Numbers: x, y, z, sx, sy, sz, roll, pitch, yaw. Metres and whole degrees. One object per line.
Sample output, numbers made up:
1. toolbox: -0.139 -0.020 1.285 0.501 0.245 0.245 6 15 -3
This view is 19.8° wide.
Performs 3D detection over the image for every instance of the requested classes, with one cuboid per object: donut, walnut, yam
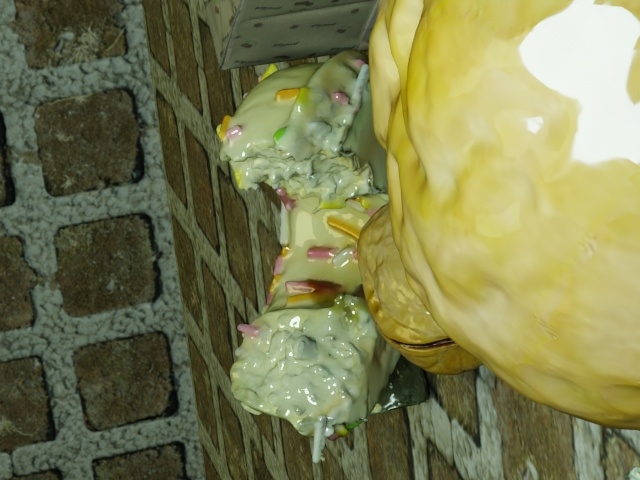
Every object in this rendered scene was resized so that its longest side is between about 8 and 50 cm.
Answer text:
1. donut: 0.002 -0.010 1.782 0.307 0.150 0.371 -47 -41 -59
2. walnut: 0.108 0.040 1.634 0.180 0.144 0.144 -112 17 -53
3. walnut: 0.182 -0.088 0.868 0.398 0.308 0.354 118 173 -69
4. yam: 0.055 0.105 1.996 0.107 0.107 0.183 116 139 -69

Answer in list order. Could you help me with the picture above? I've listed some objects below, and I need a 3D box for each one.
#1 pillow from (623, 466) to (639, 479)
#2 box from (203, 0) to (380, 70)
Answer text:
1. pillow: 0.245 0.268 1.436 0.229 0.051 0.128 102 156 -64
2. box: -0.030 -0.347 1.783 0.225 0.190 0.297 117 139 -67
